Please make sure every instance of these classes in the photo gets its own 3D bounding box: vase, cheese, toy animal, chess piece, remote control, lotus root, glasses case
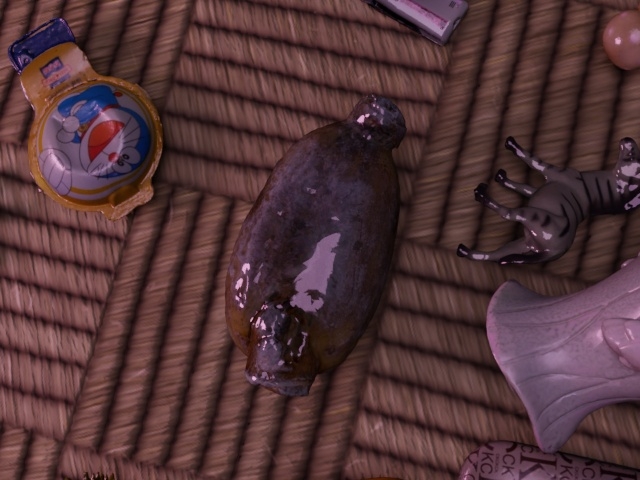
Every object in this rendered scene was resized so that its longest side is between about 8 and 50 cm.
[{"bbox_3d":[0.385,0.067,0.844,0.445,0.250,0.250,-21,78,29],"label":"vase"},{"bbox_3d":[-0.295,-0.149,1.098,0.177,0.069,0.270,-31,79,1],"label":"cheese"},{"bbox_3d":[0.268,-0.038,0.994,0.176,0.073,0.217,24,55,20],"label":"toy animal"},{"bbox_3d":[0.407,-0.261,1.028,0.170,0.094,0.094,-29,79,9],"label":"chess piece"},{"bbox_3d":[0.097,-0.306,1.095,0.166,0.029,0.065,33,85,10],"label":"remote control"},{"bbox_3d":[0.000,0.000,0.999,0.175,0.175,0.350,21,80,10],"label":"lotus root"},{"bbox_3d":[0.317,0.309,0.943,0.354,0.085,0.137,12,84,9],"label":"glasses case"}]

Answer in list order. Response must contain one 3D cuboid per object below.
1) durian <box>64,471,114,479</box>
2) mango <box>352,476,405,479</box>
[{"bbox_3d":[-0.266,0.367,0.962,0.200,0.176,0.237,39,93,1],"label":"durian"},{"bbox_3d":[0.022,0.352,0.951,0.256,0.138,0.187,-14,63,2],"label":"mango"}]
